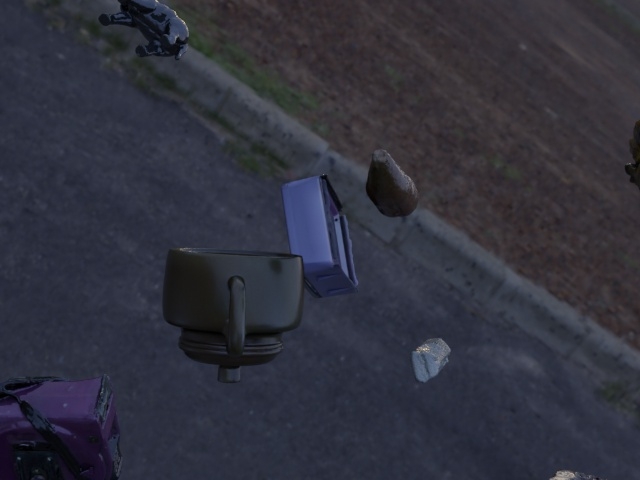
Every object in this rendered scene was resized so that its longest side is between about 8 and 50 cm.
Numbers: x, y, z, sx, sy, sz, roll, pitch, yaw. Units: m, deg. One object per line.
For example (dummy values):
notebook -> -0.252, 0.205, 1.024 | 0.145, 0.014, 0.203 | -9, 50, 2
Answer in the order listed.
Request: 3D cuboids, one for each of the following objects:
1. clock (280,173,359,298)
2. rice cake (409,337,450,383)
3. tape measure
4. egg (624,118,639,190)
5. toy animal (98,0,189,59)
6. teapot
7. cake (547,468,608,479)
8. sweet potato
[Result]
clock -> 0.001, 0.001, 1.499 | 0.193, 0.073, 0.145 | 57, 23, -72
rice cake -> 0.197, 0.211, 1.814 | 0.057, 0.052, 0.256 | 63, 10, 6
tape measure -> -0.451, 0.331, 1.682 | 0.231, 0.245, 0.149 | -4, 36, 3
egg -> 0.500, -0.090, 1.133 | 0.264, 0.174, 0.286 | 43, -19, -8
toy animal -> -0.351, -0.437, 1.901 | 0.269, 0.082, 0.137 | 48, 27, 6
teapot -> -0.113, 0.100, 1.318 | 0.185, 0.175, 0.267 | 1, 2, -6
cake -> 0.273, 0.307, 1.109 | 0.112, 0.135, 0.246 | 22, 43, 29
sweet potato -> 0.091, -0.063, 1.325 | 0.078, 0.058, 0.255 | 38, -1, 6
